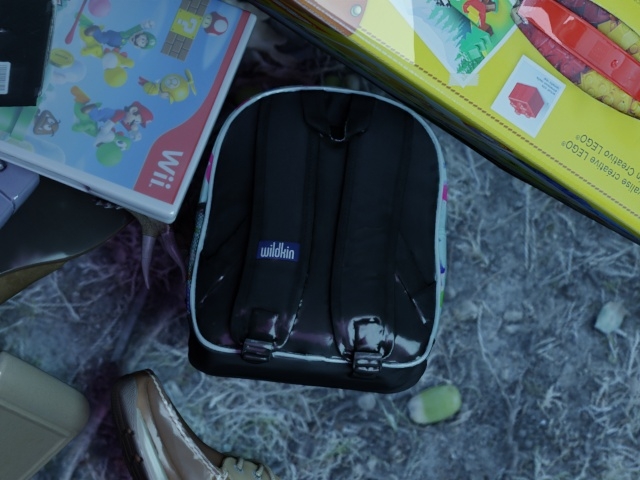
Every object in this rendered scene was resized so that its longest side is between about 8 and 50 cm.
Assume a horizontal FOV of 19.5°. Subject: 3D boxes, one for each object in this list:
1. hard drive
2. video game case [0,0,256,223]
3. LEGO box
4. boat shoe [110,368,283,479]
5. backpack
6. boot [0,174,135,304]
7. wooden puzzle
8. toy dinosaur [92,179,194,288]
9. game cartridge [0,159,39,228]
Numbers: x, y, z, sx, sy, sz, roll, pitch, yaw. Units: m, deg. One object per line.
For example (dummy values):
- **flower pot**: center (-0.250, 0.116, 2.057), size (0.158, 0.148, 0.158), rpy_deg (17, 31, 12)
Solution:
- **hard drive**: center (-0.251, -0.304, 1.482), size (0.064, 0.237, 0.339), rpy_deg (-2, 72, -13)
- **video game case**: center (-0.221, -0.155, 1.578), size (0.285, 0.025, 0.204), rpy_deg (21, 69, -1)
- **LEGO box**: center (0.124, -0.194, 1.504), size (0.500, 0.372, 0.193), rpy_deg (30, 93, -33)
- **boat shoe**: center (-0.092, 0.250, 1.745), size (0.116, 0.123, 0.324), rpy_deg (-30, 111, -12)
- **backpack**: center (0.000, 0.000, 1.610), size (0.225, 0.191, 0.253), rpy_deg (5, 76, -2)
- **boot**: center (-0.289, 0.008, 1.674), size (0.305, 0.115, 0.112), rpy_deg (-31, 75, -21)
- **wooden puzzle**: center (-0.325, 0.205, 1.649), size (0.044, 0.221, 0.238), rpy_deg (42, 87, 20)
- **toy dinosaur**: center (-0.210, -0.112, 1.621), size (0.313, 0.121, 0.160), rpy_deg (32, 52, -9)
- **game cartridge**: center (-0.444, -0.078, 1.560), size (0.355, 0.068, 0.230), rpy_deg (38, 66, -1)
